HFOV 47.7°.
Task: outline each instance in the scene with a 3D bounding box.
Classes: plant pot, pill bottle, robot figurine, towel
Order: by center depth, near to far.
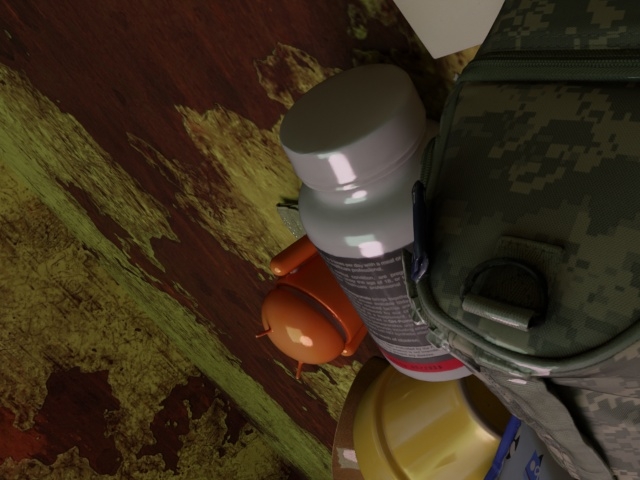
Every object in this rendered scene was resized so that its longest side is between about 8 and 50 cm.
[{"bbox_3d":[0.085,-0.013,0.740,0.176,0.176,0.318,16,148,44],"label":"pill bottle"},{"bbox_3d":[0.008,0.068,0.950,0.128,0.219,0.158,31,157,18],"label":"robot figurine"},{"bbox_3d":[0.202,0.238,0.969,0.254,0.254,0.239,38,142,4],"label":"plant pot"},{"bbox_3d":[0.000,0.000,1.086,0.110,0.027,0.148,9,143,52],"label":"towel"},{"bbox_3d":[0.180,0.345,1.231,0.254,0.237,0.237,13,148,23],"label":"plant pot"}]

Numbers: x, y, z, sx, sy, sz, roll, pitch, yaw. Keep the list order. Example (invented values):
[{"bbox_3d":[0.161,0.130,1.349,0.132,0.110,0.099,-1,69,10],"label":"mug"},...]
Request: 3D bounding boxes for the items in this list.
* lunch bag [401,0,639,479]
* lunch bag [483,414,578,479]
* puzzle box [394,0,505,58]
[{"bbox_3d":[0.190,0.008,0.442,0.212,0.256,0.305,13,158,38],"label":"lunch bag"},{"bbox_3d":[0.379,0.342,0.696,0.385,0.239,0.328,17,-160,-6],"label":"lunch bag"},{"bbox_3d":[0.133,-0.258,0.374,0.272,0.052,0.409,50,155,-22],"label":"puzzle box"}]
